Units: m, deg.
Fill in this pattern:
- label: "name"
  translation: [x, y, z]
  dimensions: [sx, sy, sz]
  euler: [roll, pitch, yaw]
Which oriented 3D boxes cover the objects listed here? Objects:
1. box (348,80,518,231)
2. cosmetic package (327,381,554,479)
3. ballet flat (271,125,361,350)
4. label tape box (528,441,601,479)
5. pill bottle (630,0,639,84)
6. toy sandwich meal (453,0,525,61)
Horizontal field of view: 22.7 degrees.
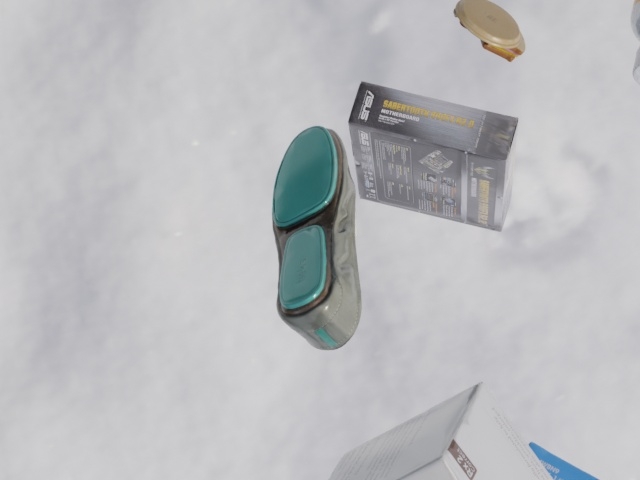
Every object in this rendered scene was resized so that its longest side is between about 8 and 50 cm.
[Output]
- label: "box"
  translation: [0.131, -0.093, 1.838]
  dimensions: [0.183, 0.231, 0.056]
  euler: [13, 72, 10]
- label: "cosmetic package"
  translation: [0.108, 0.260, 1.507]
  dimensions: [0.183, 0.151, 0.151]
  euler: [-31, 100, 29]
- label: "ballet flat"
  translation: [0.000, 0.000, 1.273]
  dimensions: [0.072, 0.213, 0.068]
  euler: [-23, 131, 23]
- label: "label tape box"
  translation: [0.263, 0.399, 1.803]
  dimensions: [0.249, 0.348, 0.115]
  euler: [29, 154, 18]
- label: "pill bottle"
  translation: [0.381, -0.254, 1.619]
  dimensions: [0.117, 0.117, 0.208]
  euler: [8, 72, 28]
- label: "toy sandwich meal"
  translation: [0.172, -0.218, 1.643]
  dimensions: [0.085, 0.085, 0.029]
  euler: [44, 128, 16]
